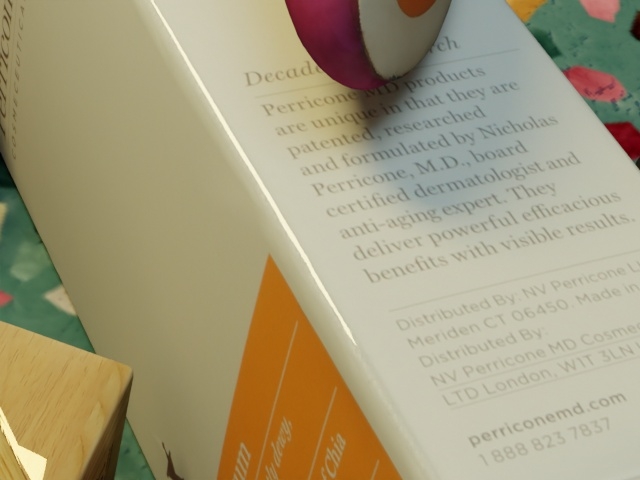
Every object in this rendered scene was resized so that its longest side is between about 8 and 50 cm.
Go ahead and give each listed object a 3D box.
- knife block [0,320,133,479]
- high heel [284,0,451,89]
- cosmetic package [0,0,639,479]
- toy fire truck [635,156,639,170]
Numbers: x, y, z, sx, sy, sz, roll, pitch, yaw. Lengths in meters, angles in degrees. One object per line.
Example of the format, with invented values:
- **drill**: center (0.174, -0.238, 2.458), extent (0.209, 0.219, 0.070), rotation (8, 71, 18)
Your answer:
- **knife block**: center (-0.180, 0.135, 0.733), extent (0.275, 0.088, 0.242), rotation (20, 43, 5)
- **high heel**: center (-0.037, -0.195, 0.799), extent (0.181, 0.127, 0.377), rotation (-11, 46, 16)
- **cosmetic package**: center (0.000, 0.000, 0.818), extent (0.161, 0.230, 0.453), rotation (-12, 48, -24)
- **toy fire truck**: center (0.203, 0.069, 0.883), extent (0.217, 0.158, 0.246), rotation (-15, 85, -25)
